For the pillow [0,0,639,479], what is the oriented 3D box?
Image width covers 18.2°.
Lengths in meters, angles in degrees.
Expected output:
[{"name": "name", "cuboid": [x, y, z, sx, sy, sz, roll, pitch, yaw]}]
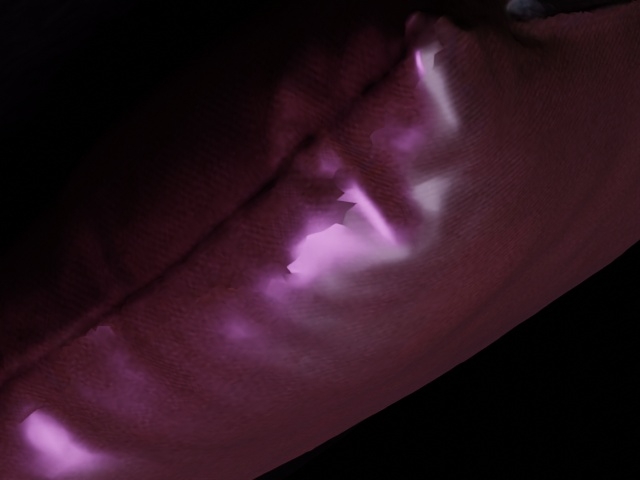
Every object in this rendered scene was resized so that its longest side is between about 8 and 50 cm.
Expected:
[{"name": "pillow", "cuboid": [0.000, 0.000, 0.612, 0.305, 0.108, 0.308, -35, 172, 33]}]
